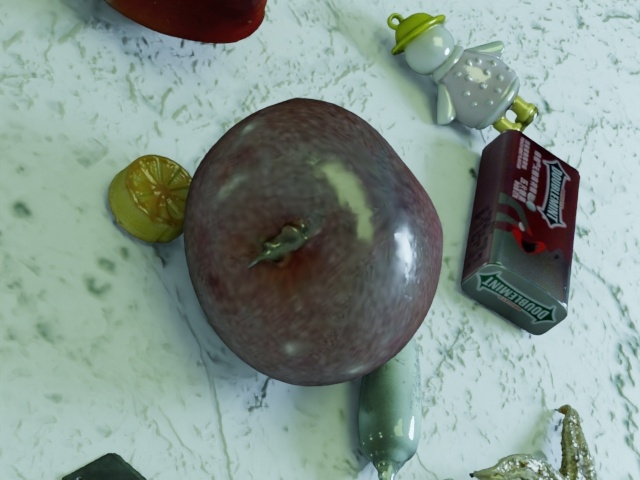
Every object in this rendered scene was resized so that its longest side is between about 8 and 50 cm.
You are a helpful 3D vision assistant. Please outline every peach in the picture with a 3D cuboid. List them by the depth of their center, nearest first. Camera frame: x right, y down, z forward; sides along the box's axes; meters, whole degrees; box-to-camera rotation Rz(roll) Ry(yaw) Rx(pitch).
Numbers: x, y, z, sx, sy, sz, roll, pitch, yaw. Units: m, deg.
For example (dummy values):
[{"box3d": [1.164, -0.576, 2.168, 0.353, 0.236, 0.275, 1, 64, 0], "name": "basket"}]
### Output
[{"box3d": [-0.134, -0.317, 1.632, 0.243, 0.199, 0.243, 24, 38, -20], "name": "peach"}]

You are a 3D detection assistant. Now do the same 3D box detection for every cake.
[{"box3d": [-0.157, -0.039, 1.518, 0.084, 0.044, 0.084, 20, 49, -25], "name": "cake"}]

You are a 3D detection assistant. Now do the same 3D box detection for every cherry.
[{"box3d": [0.000, 0.000, 1.490, 0.307, 0.221, 0.261, -11, 85, -58], "name": "cherry"}]

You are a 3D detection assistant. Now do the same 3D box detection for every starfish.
[{"box3d": [0.236, 0.252, 1.606, 0.138, 0.050, 0.247, 57, 32, 8], "name": "starfish"}]

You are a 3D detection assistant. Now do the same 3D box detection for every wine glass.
[{"box3d": [0.064, 0.195, 1.510, 0.074, 0.074, 0.262, 25, 46, -23], "name": "wine glass"}]

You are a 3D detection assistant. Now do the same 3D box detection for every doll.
[{"box3d": [0.160, -0.194, 1.869, 0.207, 0.081, 0.129, 39, 74, -3], "name": "doll"}]

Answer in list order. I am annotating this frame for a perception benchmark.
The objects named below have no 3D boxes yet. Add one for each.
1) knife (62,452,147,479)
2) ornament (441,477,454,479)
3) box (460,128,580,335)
[{"box3d": [-0.108, 0.266, 1.314, 0.245, 0.019, 0.072, 45, 40, 18], "name": "knife"}, {"box3d": [0.133, 0.273, 1.530, 0.092, 0.041, 0.068, 41, 36, 7], "name": "ornament"}, {"box3d": [0.226, -0.013, 1.799, 0.120, 0.069, 0.224, 33, 43, -16], "name": "box"}]
